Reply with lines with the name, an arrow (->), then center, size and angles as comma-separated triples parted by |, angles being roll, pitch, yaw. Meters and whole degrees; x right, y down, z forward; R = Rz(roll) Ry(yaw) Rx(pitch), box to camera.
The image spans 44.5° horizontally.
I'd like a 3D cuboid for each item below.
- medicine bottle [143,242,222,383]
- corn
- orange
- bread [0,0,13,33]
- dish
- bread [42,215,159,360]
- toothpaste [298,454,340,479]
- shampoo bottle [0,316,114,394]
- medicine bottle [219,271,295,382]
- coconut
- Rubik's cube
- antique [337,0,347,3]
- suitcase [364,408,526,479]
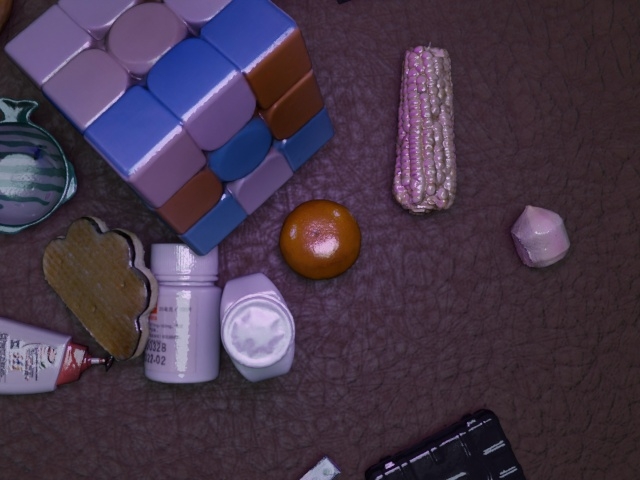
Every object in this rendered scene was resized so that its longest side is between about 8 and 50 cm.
medicine bottle -> -0.250, 0.129, 1.437 | 0.145, 0.144, 0.252 | 4, 90, -6
corn -> 0.206, -0.215, 1.514 | 0.127, 0.126, 0.335 | 4, 84, -6
orange -> 0.000, 0.000, 1.478 | 0.156, 0.124, 0.156 | -1, 75, 5
bread -> -0.723, -0.458, 1.391 | 0.333, 0.160, 0.333 | 0, 90, -5
dish -> -0.557, -0.134, 1.441 | 0.224, 0.078, 0.246 | 3, 89, -6
bread -> -0.381, 0.068, 1.402 | 0.286, 0.056, 0.207 | 47, 113, 18
toothpaste -> -0.048, 0.492, 1.500 | 0.196, 0.040, 0.047 | -41, 89, -6
shampoo bottle -> -0.514, 0.211, 1.443 | 0.284, 0.071, 0.153 | 4, 85, -8
medicine bottle -> -0.111, 0.147, 1.359 | 0.124, 0.324, 0.179 | -13, 90, -7
coconut -> 0.426, -0.012, 1.535 | 0.110, 0.110, 0.124 | -25, 98, -6
Rubik's cube -> -0.228, -0.242, 1.296 | 0.344, 0.346, 0.347 | -44, 67, -8
antique -> 0.108, -0.541, 1.521 | 0.183, 0.088, 0.086 | -22, 92, -6
suitcase -> 0.250, 0.476, 1.520 | 0.286, 0.066, 0.206 | -25, 91, -6
